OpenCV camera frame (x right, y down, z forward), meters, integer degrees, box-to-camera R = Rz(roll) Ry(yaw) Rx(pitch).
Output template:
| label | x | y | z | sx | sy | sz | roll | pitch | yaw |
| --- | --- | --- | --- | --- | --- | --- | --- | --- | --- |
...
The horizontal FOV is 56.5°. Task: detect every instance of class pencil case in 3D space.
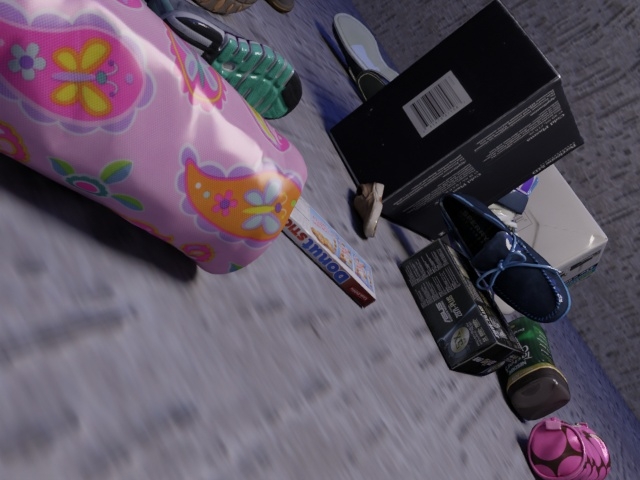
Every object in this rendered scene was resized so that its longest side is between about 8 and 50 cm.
| label | x | y | z | sx | sy | sz | roll | pitch | yaw |
| --- | --- | --- | --- | --- | --- | --- | --- | --- | --- |
| pencil case | -0.135 | -0.085 | 0.362 | 0.284 | 0.124 | 0.124 | 35 | 28 | -42 |
| pencil case | 0.388 | 0.328 | 0.929 | 0.209 | 0.095 | 0.098 | 31 | 66 | -52 |

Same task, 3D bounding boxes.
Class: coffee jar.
| label | x | y | z | sx | sy | sz | roll | pitch | yaw |
| --- | --- | --- | --- | --- | --- | --- | --- | --- | --- |
| coffee jar | 0.358 | 0.218 | 1.023 | 0.079 | 0.096 | 0.184 | 45 | 21 | -18 |

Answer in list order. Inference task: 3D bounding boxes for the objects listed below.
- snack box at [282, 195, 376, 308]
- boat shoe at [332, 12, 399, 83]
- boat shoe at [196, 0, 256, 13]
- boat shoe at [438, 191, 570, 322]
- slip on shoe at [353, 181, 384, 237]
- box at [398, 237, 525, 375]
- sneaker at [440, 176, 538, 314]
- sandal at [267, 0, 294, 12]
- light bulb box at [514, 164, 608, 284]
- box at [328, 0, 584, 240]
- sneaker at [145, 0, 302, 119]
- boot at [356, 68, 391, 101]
| label | x | y | z | sx | sy | sz | roll | pitch | yaw |
| --- | --- | --- | --- | --- | --- | --- | --- | --- | --- |
| snack box | 0.000 | 0.000 | 0.665 | 0.178 | 0.022 | 0.064 | 45 | 21 | -26 |
| boat shoe | 0.116 | -0.455 | 1.566 | 0.114 | 0.091 | 0.302 | -29 | 85 | -34 |
| boat shoe | -0.172 | -0.407 | 0.787 | 0.116 | 0.123 | 0.324 | 58 | 18 | 13 |
| boat shoe | 0.259 | 0.026 | 0.903 | 0.089 | 0.109 | 0.258 | 16 | 25 | -49 |
| slip on shoe | 0.068 | -0.049 | 0.878 | 0.041 | 0.051 | 0.135 | 13 | 35 | 2 |
| box | 0.216 | 0.105 | 0.905 | 0.147 | 0.078 | 0.180 | 25 | 35 | -54 |
| sneaker | 0.360 | -0.039 | 1.196 | 0.130 | 0.236 | 0.322 | 19 | 33 | -31 |
| sandal | -0.104 | -0.540 | 1.234 | 0.089 | 0.060 | 0.219 | 60 | 21 | 14 |
| light bulb box | 0.544 | -0.041 | 1.581 | 0.357 | 0.225 | 0.361 | 64 | 9 | 24 |
| box | 0.250 | -0.184 | 1.057 | 0.313 | 0.343 | 0.178 | 21 | 39 | -58 |
| sneaker | -0.107 | -0.222 | 0.698 | 0.224 | 0.083 | 0.098 | 22 | 33 | -55 |
| boot | 0.162 | -0.307 | 1.434 | 0.236 | 0.085 | 0.178 | 53 | 22 | -8 |
